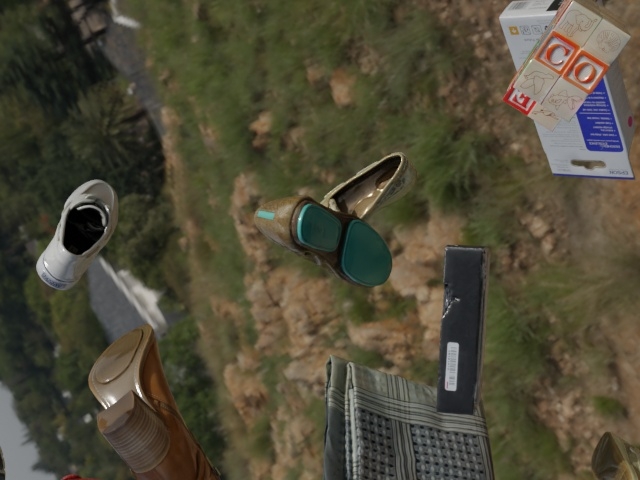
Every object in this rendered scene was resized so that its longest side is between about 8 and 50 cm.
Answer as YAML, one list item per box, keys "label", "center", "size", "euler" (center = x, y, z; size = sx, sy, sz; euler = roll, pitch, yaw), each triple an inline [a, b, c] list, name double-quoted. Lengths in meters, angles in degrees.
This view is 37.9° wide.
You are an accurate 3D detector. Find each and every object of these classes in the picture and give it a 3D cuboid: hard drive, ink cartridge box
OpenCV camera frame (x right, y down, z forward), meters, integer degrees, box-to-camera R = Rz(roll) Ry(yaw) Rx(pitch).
- label: "hard drive"
  center: [0.225, 0.124, 1.440]
  size: [0.339, 0.064, 0.236]
  euler: [5, -92, -80]
- label: "ink cartridge box"
  center: [0.467, -0.273, 1.717]
  size: [0.176, 0.069, 0.371]
  euler: [8, 136, 42]

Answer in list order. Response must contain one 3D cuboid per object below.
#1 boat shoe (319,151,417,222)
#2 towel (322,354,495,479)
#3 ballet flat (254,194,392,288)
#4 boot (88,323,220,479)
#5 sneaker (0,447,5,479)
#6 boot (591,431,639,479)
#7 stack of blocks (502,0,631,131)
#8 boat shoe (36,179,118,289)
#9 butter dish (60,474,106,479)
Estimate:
- label: "boat shoe"
  center: [0.059, -0.074, 1.833]
  size: [0.104, 0.285, 0.089]
  euler: [50, -176, 22]
- label: "towel"
  center: [0.150, 0.351, 1.525]
  size: [0.056, 0.324, 0.312]
  euler: [127, 154, -44]
- label: "ballet flat"
  center: [0.000, 0.000, 1.586]
  size: [0.124, 0.116, 0.342]
  euler: [10, 173, 33]
- label: "boot"
  center: [-0.223, 0.261, 1.345]
  size: [0.220, 0.109, 0.283]
  euler: [55, -179, -27]
- label: "sneaker"
  center: [-0.517, 0.340, 1.316]
  size: [0.147, 0.130, 0.330]
  euler: [-118, 35, -46]
- label: "boot"
  center: [0.539, 0.413, 1.443]
  size: [0.203, 0.095, 0.262]
  euler: [22, -162, -1]
- label: "stack of blocks"
  center: [0.336, -0.246, 1.293]
  size: [0.087, 0.297, 0.171]
  euler: [33, 112, 3]
- label: "boat shoe"
  center: [-0.386, -0.031, 1.536]
  size: [0.096, 0.267, 0.088]
  euler: [36, 122, -12]
- label: "butter dish"
  center: [-0.373, 0.413, 1.425]
  size: [0.160, 0.160, 0.118]
  euler: [-58, 42, 32]
